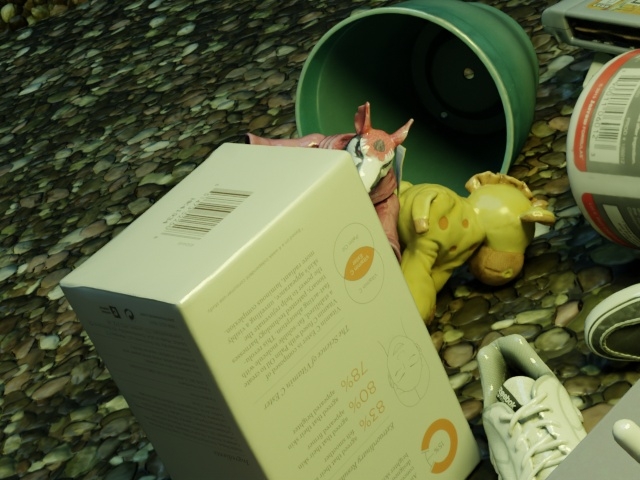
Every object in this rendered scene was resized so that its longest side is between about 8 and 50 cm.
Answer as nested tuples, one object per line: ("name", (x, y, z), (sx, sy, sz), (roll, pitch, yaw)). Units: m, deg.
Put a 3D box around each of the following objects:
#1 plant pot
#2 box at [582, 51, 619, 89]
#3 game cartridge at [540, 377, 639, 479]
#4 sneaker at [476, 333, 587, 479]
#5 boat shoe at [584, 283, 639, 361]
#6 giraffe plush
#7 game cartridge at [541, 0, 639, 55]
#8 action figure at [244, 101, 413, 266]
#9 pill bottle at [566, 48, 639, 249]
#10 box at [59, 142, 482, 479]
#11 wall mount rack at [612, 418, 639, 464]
("plant pot", (0.147, -0.175, 1.744), (0.271, 0.272, 0.255), (-7, 16, 30))
("box", (0.415, -0.232, 1.778), (0.113, 0.094, 0.275), (-10, 31, 29))
("game cartridge", (0.323, 0.181, 1.078), (0.230, 0.068, 0.355), (28, 56, 35))
("sneaker", (0.187, 0.188, 1.197), (0.110, 0.118, 0.292), (-21, 29, 2))
("boat shoe", (0.346, 0.080, 1.299), (0.219, 0.078, 0.070), (-11, 29, 21))
("giraffe plush", (0.153, -0.010, 1.542), (0.170, 0.210, 0.181), (-2, 39, -15))
("game cartridge", (0.417, -0.278, 1.671), (0.198, 0.062, 0.297), (-33, 24, -14))
("action figure", (0.000, 0.000, 1.511), (0.370, 0.248, 0.275), (-51, -12, 31))
("pill bottle", (0.422, -0.078, 1.338), (0.210, 0.210, 0.363), (-37, 24, -23))
("box", (-0.032, 0.117, 1.244), (0.168, 0.345, 0.215), (7, 40, 46))
("wall mount rack", (0.281, 0.274, 0.871), (0.304, 0.130, 0.350), (19, 52, 26))
